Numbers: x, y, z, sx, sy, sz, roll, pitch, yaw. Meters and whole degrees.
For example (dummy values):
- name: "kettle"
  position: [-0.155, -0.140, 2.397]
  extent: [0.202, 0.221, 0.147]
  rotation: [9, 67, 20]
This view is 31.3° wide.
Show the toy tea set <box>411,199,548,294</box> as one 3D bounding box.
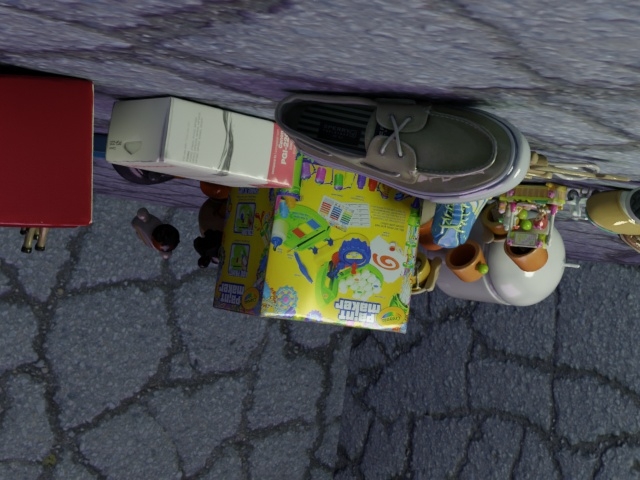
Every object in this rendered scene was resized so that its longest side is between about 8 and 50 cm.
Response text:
- name: "toy tea set"
  position: [0.275, -0.019, 2.168]
  extent: [0.336, 0.200, 0.124]
  rotation: [-10, 136, 31]

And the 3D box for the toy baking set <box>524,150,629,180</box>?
- name: "toy baking set"
  position: [0.280, -0.107, 1.560]
  extent: [0.256, 0.030, 0.196]
  rotation: [6, 180, 44]

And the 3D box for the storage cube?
- name: "storage cube"
  position: [-0.401, -0.113, 1.483]
  extent: [0.193, 0.215, 0.183]
  rotation: [2, 179, -17]

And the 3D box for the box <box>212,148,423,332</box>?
- name: "box"
  position: [0.000, 0.000, 1.931]
  extent: [0.290, 0.279, 0.177]
  rotation: [10, 176, -32]

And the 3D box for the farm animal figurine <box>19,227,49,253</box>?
- name: "farm animal figurine"
  position: [-0.598, -0.130, 2.148]
  extent: [0.330, 0.172, 0.327]
  rotation: [21, -162, 9]

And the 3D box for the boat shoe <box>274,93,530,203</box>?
- name: "boat shoe"
  position: [0.081, -0.106, 1.269]
  extent: [0.302, 0.109, 0.094]
  rotation: [9, 177, 33]

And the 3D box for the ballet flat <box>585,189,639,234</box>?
- name: "ballet flat"
  position: [0.519, -0.049, 1.808]
  extent: [0.232, 0.080, 0.073]
  rotation: [7, 151, -34]

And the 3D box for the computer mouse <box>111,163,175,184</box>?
- name: "computer mouse"
  position: [-0.302, -0.134, 2.325]
  extent: [0.184, 0.060, 0.262]
  rotation: [7, 178, 27]

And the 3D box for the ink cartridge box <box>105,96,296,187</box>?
- name: "ink cartridge box"
  position: [-0.164, -0.132, 1.577]
  extent: [0.218, 0.092, 0.158]
  rotation: [7, 178, -39]

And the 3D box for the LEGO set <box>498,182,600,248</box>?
- name: "LEGO set"
  position: [0.353, -0.037, 1.940]
  extent: [0.132, 0.107, 0.287]
  rotation: [9, 177, -21]

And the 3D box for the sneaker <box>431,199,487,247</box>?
- name: "sneaker"
  position: [0.230, -0.050, 1.819]
  extent: [0.091, 0.126, 0.240]
  rotation: [8, 178, -2]

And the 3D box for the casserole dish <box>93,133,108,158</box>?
- name: "casserole dish"
  position: [-0.404, -0.171, 2.076]
  extent: [0.188, 0.037, 0.114]
  rotation: [6, 177, 18]

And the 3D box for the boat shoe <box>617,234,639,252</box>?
- name: "boat shoe"
  position: [0.603, -0.011, 1.963]
  extent: [0.257, 0.095, 0.095]
  rotation: [9, -177, -24]

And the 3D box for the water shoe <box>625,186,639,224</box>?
- name: "water shoe"
  position: [0.553, -0.038, 1.703]
  extent: [0.203, 0.073, 0.080]
  rotation: [8, 180, 4]

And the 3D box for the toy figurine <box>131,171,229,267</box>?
- name: "toy figurine"
  position: [-0.213, -0.060, 2.002]
  extent: [0.209, 0.213, 0.148]
  rotation: [15, -176, -32]

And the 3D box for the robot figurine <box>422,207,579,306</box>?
- name: "robot figurine"
  position: [0.369, 0.032, 2.404]
  extent: [0.300, 0.200, 0.353]
  rotation: [-3, -175, -37]

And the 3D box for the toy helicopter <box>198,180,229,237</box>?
- name: "toy helicopter"
  position: [-0.062, -0.048, 2.252]
  extent: [0.355, 0.140, 0.235]
  rotation: [-9, -143, -13]
